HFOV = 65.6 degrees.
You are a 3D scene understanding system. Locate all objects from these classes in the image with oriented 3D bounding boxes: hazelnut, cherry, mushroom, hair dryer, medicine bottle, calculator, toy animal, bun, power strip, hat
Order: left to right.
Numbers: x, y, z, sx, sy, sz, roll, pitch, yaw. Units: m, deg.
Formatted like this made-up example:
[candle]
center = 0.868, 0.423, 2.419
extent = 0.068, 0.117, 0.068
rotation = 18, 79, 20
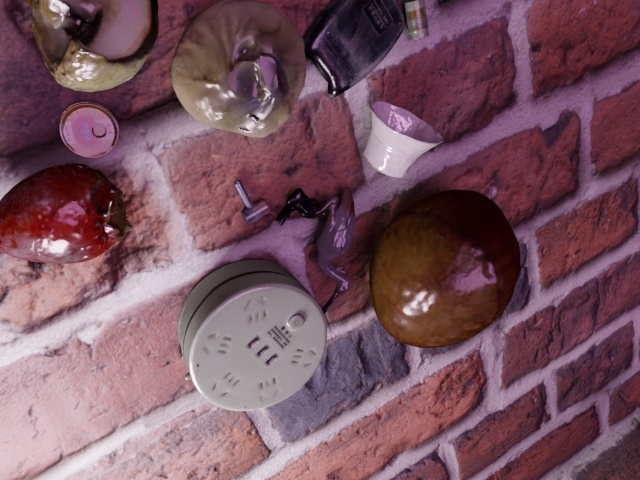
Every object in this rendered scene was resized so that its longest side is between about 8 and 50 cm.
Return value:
[cherry]
center = -0.487, -0.041, 0.914
extent = 0.249, 0.192, 0.175
rotation = -21, 83, -10
[mushroom]
center = -0.387, -0.373, 0.839
extent = 0.189, 0.164, 0.267
rotation = -23, 85, -43
[bun]
center = -0.148, -0.332, 0.970
extent = 0.272, 0.168, 0.273
rotation = -9, 120, -17
[hair dryer]
center = -0.165, -0.100, 1.135
extent = 0.063, 0.037, 0.114
rotation = -32, 114, -13
[power strip]
center = -0.169, 0.233, 1.191
extent = 0.357, 0.161, 0.358
rotation = -10, 114, -22
[toy animal]
center = 0.025, 0.002, 1.234
extent = 0.195, 0.090, 0.324
rotation = -27, 111, -7
[calculator]
center = 0.081, -0.460, 1.106
extent = 0.268, 0.040, 0.177
rotation = -49, 125, -6
[hat]
center = 0.177, -0.230, 1.179
extent = 0.203, 0.203, 0.126
rotation = 11, 125, -29
[medicine bottle]
center = 0.221, -0.510, 1.144
extent = 0.047, 0.047, 0.083
rotation = -25, 119, -15
[hazelnut]
center = 0.319, 0.070, 1.270
extent = 0.421, 0.352, 0.421
rotation = -41, 141, -46

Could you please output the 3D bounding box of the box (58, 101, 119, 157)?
[box]
center = -0.441, -0.211, 0.949
extent = 0.105, 0.037, 0.106
rotation = -10, 115, -23
